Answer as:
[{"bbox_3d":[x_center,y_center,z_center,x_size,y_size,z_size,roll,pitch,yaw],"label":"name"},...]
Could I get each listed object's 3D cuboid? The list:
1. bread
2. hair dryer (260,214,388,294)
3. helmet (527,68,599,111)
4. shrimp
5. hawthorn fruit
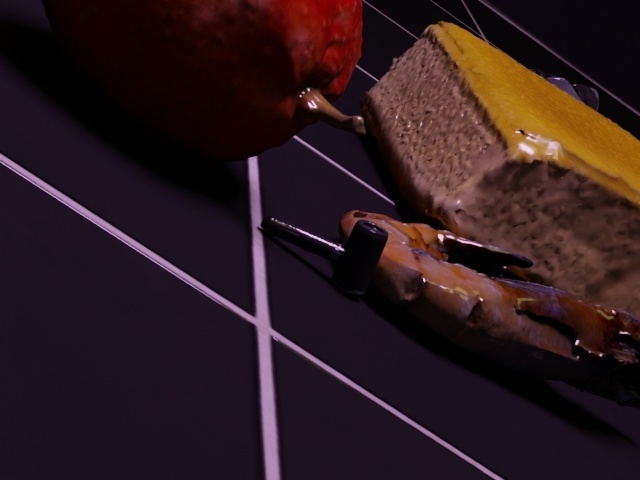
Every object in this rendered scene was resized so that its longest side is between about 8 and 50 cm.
[{"bbox_3d":[0.215,-0.036,1.714,0.324,0.143,0.333,31,15,-20],"label":"bread"},{"bbox_3d":[0.000,0.000,1.283,0.083,0.047,0.026,23,14,2],"label":"hair dryer"},{"bbox_3d":[0.232,-0.156,2.239,0.177,0.107,0.153,22,10,23],"label":"helmet"},{"bbox_3d":[0.126,0.044,1.406,0.289,0.075,0.178,15,20,-28],"label":"shrimp"},{"bbox_3d":[-0.065,-0.146,1.290,0.253,0.205,0.205,49,17,18],"label":"hawthorn fruit"}]
